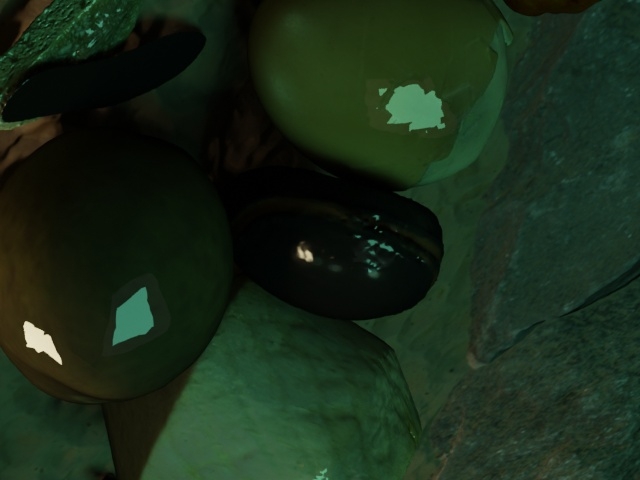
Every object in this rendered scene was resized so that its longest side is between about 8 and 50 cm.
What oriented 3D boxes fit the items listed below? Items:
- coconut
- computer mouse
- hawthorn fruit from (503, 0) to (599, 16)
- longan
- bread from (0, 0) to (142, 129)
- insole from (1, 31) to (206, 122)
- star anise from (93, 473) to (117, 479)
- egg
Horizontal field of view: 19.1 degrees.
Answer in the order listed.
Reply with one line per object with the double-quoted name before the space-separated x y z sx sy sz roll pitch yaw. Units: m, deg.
"coconut" -0.074 0.169 1.818 0.329 0.329 0.329 -22 143 -18
"computer mouse" -0.002 0.005 1.667 0.183 0.323 0.116 22 86 -11
"hawthorn fruit" 0.201 -0.260 1.669 0.140 0.125 0.125 41 104 -20
"longan" -0.181 0.030 1.588 0.248 0.248 0.248 -22 143 -18
"bread" -0.196 -0.148 1.511 0.193 0.036 0.112 -45 163 -3
"insole" -0.174 -0.131 1.541 0.232 0.003 0.080 -22 156 -50
"star anise" -0.174 0.318 2.014 0.158 0.144 0.140 -16 149 -26
"egg" 0.049 -0.146 1.604 0.244 0.201 0.201 18 121 -32
